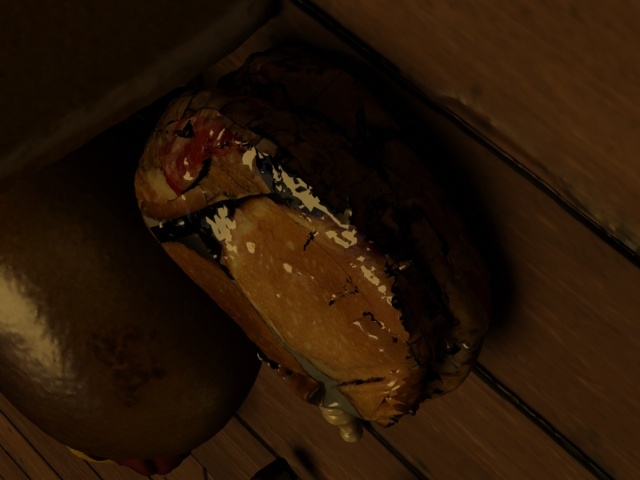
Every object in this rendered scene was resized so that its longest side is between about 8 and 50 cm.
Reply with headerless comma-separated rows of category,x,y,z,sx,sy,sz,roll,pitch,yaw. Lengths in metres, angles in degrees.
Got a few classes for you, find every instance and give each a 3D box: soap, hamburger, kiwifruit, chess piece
soap,-0.237,-0.102,0.832,0.293,0.335,0.156,13,133,60
hamburger,0.000,0.000,0.809,0.231,0.107,0.231,35,147,27
kiwifruit,-0.137,0.037,0.953,0.234,0.196,0.196,57,157,-12
chess piece,0.010,0.108,1.029,0.035,0.035,0.092,27,148,47

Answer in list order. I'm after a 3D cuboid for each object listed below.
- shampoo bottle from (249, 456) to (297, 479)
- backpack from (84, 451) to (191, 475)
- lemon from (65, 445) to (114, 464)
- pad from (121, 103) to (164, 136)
shampoo bottle,0.044,0.312,1.196,0.309,0.071,0.098,55,160,2
backpack,-0.178,0.104,1.231,0.229,0.139,0.229,44,162,19
lemon,-0.208,0.161,1.410,0.109,0.109,0.133,19,132,53
pad,-0.097,0.000,1.096,0.174,0.022,0.233,46,157,16
